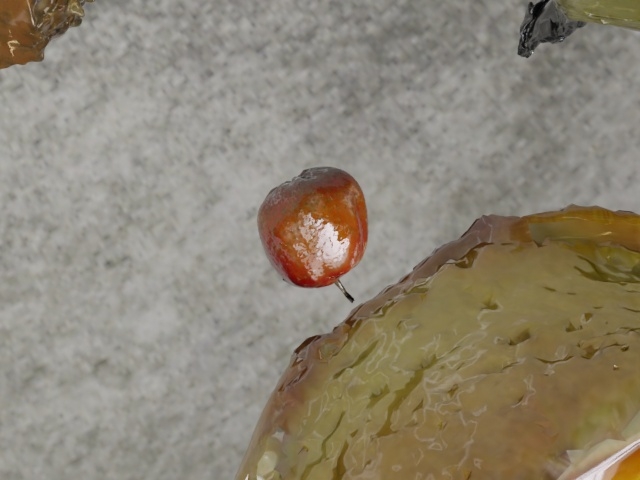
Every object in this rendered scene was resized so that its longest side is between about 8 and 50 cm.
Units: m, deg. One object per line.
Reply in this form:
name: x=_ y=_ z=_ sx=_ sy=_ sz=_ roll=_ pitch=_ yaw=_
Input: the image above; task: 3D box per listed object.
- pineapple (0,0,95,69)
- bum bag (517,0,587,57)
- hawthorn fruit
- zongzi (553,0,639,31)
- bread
pineapple: x=-0.208 y=-0.249 z=1.062 sx=0.158 sy=0.278 sz=0.157 roll=10 pitch=136 yaw=9
bum bag: x=0.281 y=-0.267 z=1.729 sx=0.049 sy=0.198 sz=0.087 roll=40 pitch=76 yaw=-11
hawthorn fruit: x=0.000 y=0.000 z=2.025 sx=0.157 sy=0.157 sz=0.194 roll=-26 pitch=104 yaw=-13
zongzi: x=0.392 y=-0.309 z=1.527 sx=0.300 sy=0.274 sz=0.145 roll=-61 pitch=156 yaw=-50
bread: x=0.130 y=0.183 z=0.756 sx=0.398 sy=0.215 sz=0.398 roll=-7 pitch=108 yaw=-22
